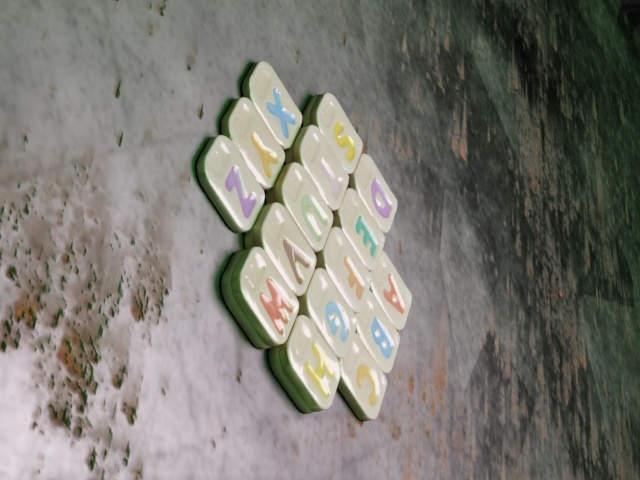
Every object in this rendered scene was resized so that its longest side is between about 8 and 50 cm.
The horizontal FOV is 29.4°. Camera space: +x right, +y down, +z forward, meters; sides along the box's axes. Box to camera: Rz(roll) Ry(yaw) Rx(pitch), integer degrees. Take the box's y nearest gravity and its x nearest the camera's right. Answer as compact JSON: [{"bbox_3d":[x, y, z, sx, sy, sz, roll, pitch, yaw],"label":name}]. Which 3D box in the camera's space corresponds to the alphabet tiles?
[{"bbox_3d":[0.000,0.000,1.004,0.278,0.021,0.284,58,31,-27],"label":"alphabet tiles"}]
